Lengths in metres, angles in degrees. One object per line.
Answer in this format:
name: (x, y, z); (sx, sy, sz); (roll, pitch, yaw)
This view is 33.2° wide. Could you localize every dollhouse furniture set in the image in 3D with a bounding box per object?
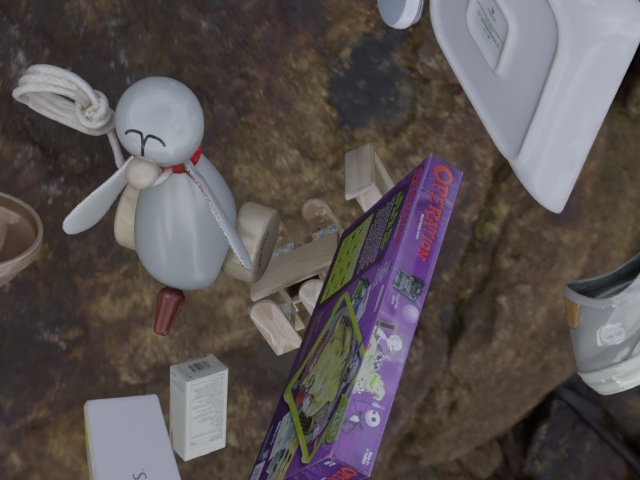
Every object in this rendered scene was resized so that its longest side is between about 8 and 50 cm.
dollhouse furniture set: (0.000, 0.000, 1.487); (0.242, 0.212, 0.161); (-24, 120, 16)

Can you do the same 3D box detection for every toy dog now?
toy dog: (-0.147, -0.013, 1.000); (0.333, 0.220, 0.161); (46, 56, -57)

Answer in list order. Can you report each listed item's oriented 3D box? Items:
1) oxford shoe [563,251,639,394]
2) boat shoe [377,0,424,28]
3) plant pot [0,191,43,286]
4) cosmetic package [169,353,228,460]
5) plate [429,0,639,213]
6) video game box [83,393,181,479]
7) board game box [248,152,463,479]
oxford shoe: (0.433, -0.004, 1.064); (0.449, 0.169, 0.130); (-33, 88, 17)
boat shoe: (0.117, -0.352, 1.342); (0.076, 0.228, 0.080); (14, 142, -23)
plant pot: (-0.583, 0.017, 1.778); (0.237, 0.237, 0.110); (5, 125, -13)
cosmetic package: (-0.145, 0.198, 1.275); (0.060, 0.041, 0.115); (-13, 121, -34)
plate: (0.167, -0.198, 0.954); (0.045, 0.277, 0.278); (-16, 152, -13)
video game box: (-0.083, 0.202, 0.524); (0.048, 0.205, 0.187); (-7, 110, -14)
board game box: (0.034, 0.095, 1.077); (0.056, 0.347, 0.208); (27, 147, -9)
